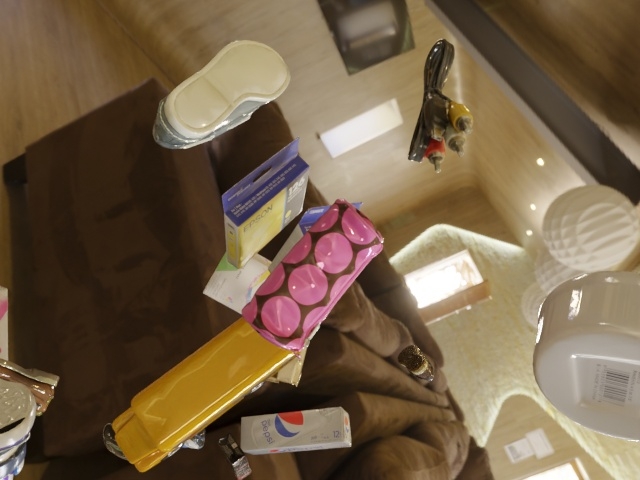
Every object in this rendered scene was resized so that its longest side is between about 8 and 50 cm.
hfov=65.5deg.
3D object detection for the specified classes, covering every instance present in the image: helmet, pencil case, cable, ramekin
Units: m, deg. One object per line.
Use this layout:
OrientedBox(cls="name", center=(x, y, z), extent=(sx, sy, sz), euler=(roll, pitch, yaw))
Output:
OrientedBox(cls="helmet", center=(-0.571, 0.600, 1.558), extent=(0.169, 0.162, 0.169), euler=(-5, 90, -71))
OrientedBox(cls="pencil case", center=(-0.003, 0.048, 0.657), extent=(0.098, 0.209, 0.095), euler=(35, -7, 23))
OrientedBox(cls="cable", center=(0.218, -0.243, 0.913), extent=(0.072, 0.139, 0.287), euler=(21, 50, -13))
OrientedBox(cls="ramekin", center=(0.497, 0.200, 0.831), extent=(0.135, 0.277, 0.277), euler=(-44, 112, -43))

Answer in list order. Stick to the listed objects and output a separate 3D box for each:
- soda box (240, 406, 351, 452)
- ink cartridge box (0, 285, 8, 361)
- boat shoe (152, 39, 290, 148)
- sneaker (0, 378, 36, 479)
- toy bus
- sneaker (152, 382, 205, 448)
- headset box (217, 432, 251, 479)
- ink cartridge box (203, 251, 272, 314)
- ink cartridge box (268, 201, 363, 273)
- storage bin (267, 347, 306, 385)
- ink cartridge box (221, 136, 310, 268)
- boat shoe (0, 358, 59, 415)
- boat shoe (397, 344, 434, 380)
OrientedBox(cls="soda box", center=(-0.067, 0.518, 1.349), extent=(0.098, 0.287, 0.091), euler=(61, 23, -57))
OrientedBox(cls="ink cartridge box", center=(-0.936, 0.139, 1.237), extent=(0.329, 0.072, 0.324), euler=(67, 8, 31))
OrientedBox(cls="boat shoe", center=(-0.168, -0.253, 0.863), extent=(0.116, 0.099, 0.319), euler=(51, 45, -13))
OrientedBox(cls="sneaker", center=(-0.629, 0.412, 0.987), extent=(0.130, 0.323, 0.236), euler=(-22, 109, -44))
OrientedBox(cls="toy bus", center=(-0.196, 0.251, 0.848), extent=(0.108, 0.333, 0.130), euler=(52, -8, 12))
OrientedBox(cls="sneaker", center=(-0.327, 0.389, 1.084), extent=(0.080, 0.081, 0.211), euler=(-88, 164, -58))
OrientedBox(cls="headset box", center=(-0.172, 0.438, 1.002), extent=(0.062, 0.032, 0.083), euler=(39, -35, 39))
OrientedBox(cls="ink cartridge box", center=(-0.217, 0.180, 1.820), extent=(0.354, 0.207, 0.119), euler=(29, 5, -6))
OrientedBox(cls="ink cartridge box", center=(0.000, 0.000, 1.292), extent=(0.224, 0.224, 0.045), euler=(-11, 55, -46))
OrientedBox(cls="storage bin", center=(-0.093, 0.284, 1.496), extent=(0.260, 0.123, 0.261), euler=(86, 18, -81))
OrientedBox(cls="ink cartridge box", center=(-0.151, -0.102, 1.430), extent=(0.072, 0.303, 0.307), euler=(38, -30, 13))
OrientedBox(cls="boat shoe", center=(-0.746, 0.328, 1.132), extent=(0.307, 0.111, 0.104), euler=(40, 49, -47))
OrientedBox(cls="boat shoe", center=(0.210, 0.273, 1.098), extent=(0.049, 0.056, 0.152), euler=(50, 2, -4))
